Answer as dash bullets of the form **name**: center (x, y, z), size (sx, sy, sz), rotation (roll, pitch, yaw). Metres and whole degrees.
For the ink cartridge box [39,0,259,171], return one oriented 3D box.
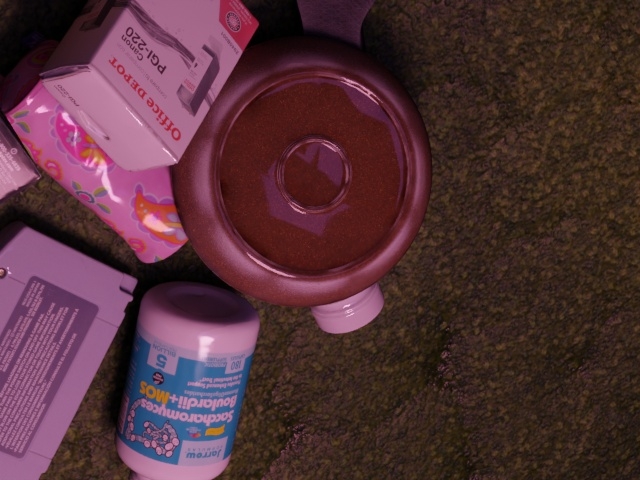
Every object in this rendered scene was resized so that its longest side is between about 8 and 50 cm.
- **ink cartridge box**: center (-0.182, -0.206, 1.800), size (0.158, 0.092, 0.218), rotation (48, 55, -32)

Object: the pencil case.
- **pencil case**: center (-0.250, -0.099, 1.869), size (0.124, 0.124, 0.284), rotation (-45, 121, 1)

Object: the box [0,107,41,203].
- **box**: center (-0.401, -0.129, 1.643), size (0.143, 0.270, 0.165), rotation (-34, 122, -6)

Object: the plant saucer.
- **plant saucer**: center (-0.012, -0.076, 1.884), size (0.310, 0.050, 0.311), rotation (-2, 95, -17)

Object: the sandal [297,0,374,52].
- **sandal**: center (0.017, -0.274, 1.888), size (0.097, 0.054, 0.254), rotation (8, 147, -2)

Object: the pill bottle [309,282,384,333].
- **pill bottle**: center (0.000, 0.000, 2.013), size (0.124, 0.124, 0.221), rotation (-30, 121, -8)

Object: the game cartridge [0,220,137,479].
- **game cartridge**: center (-0.358, 0.137, 1.930), size (0.198, 0.062, 0.297), rotation (29, 86, -28)

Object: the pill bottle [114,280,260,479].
- **pill bottle**: center (-0.167, 0.193, 2.016), size (0.146, 0.146, 0.264), rotation (3, 111, -24)
